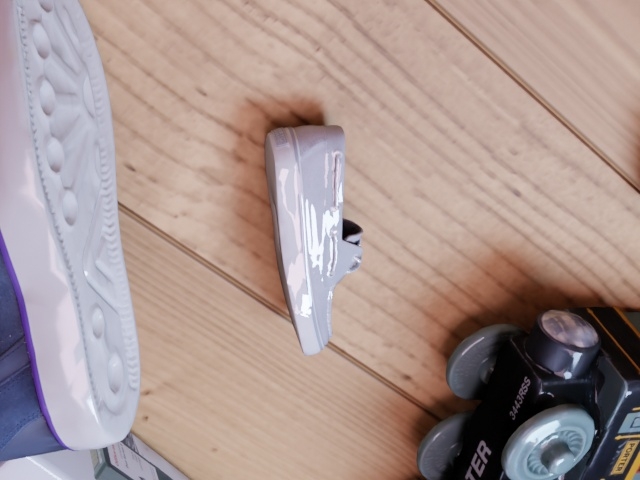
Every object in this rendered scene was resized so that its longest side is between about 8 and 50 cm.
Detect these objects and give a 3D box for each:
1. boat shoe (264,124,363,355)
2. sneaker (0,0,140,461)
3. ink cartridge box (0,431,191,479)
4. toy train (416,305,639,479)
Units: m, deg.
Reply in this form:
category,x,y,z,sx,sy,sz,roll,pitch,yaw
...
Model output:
category,x,y,z,sx,sy,sz,roll,pitch,yaw
boat shoe,0.000,0.000,0.968,0.063,0.066,0.184,-10,116,-7
sneaker,-0.252,-0.010,0.851,0.236,0.130,0.323,-4,103,15
ink cartridge box,-0.211,0.246,1.039,0.211,0.121,0.289,-36,126,12
toy train,0.181,0.196,1.107,0.190,0.142,0.334,0,125,-26
